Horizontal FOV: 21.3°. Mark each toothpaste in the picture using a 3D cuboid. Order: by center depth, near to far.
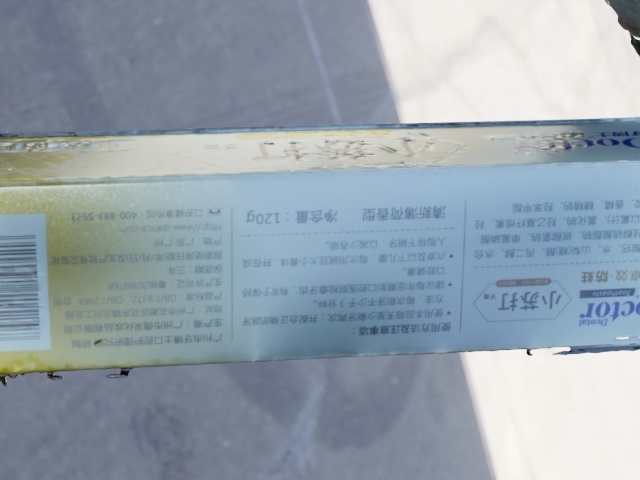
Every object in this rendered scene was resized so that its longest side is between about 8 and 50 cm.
[{"bbox_3d":[0.000,0.000,0.694,0.071,0.313,0.089,-115,-156,-70],"label":"toothpaste"}]

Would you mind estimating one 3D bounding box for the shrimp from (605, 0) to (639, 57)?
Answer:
[{"bbox_3d":[0.107,-0.202,0.871,0.068,0.287,0.185,-56,176,-13],"label":"shrimp"}]
